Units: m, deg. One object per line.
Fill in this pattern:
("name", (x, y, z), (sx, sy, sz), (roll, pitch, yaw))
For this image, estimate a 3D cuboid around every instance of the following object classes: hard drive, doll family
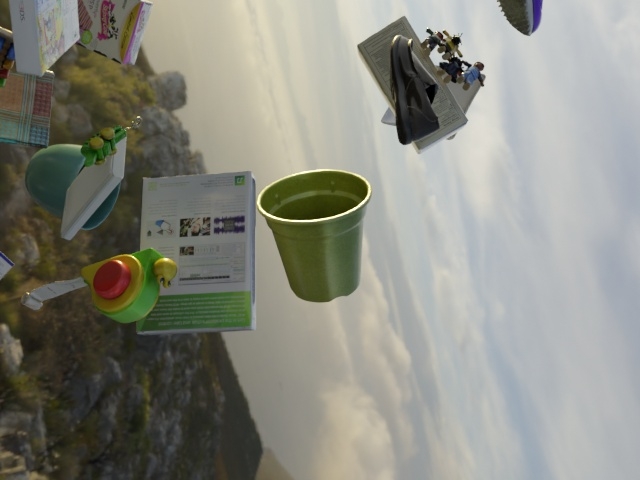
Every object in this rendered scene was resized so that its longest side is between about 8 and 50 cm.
("hard drive", (-0.666, -0.165, 1.981), (0.040, 0.307, 0.203), (24, 40, -35))
("doll family", (0.331, -0.448, 1.661), (0.193, 0.076, 0.111), (56, 43, -14))

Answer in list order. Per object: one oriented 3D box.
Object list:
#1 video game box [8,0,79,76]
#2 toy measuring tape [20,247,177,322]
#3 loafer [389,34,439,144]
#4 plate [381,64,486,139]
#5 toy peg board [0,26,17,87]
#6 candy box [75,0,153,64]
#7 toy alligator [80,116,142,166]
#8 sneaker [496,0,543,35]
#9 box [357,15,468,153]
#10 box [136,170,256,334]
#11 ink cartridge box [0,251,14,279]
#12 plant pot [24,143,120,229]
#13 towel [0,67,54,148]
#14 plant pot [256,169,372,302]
("video game box", (-0.441, -0.394, 1.083), (0.187, 0.048, 0.205), (-90, -171, -55))
("toy measuring tape", (-0.403, 0.106, 1.217), (0.121, 0.330, 0.121), (-18, 90, -74))
("loafer", (0.161, -0.257, 1.153), (0.080, 0.078, 0.220), (79, 8, -64))
("plate", (0.385, -0.470, 2.296), (0.278, 0.277, 0.045), (-61, 148, -16))
("toy peg board", (-0.801, -0.447, 1.620), (0.160, 0.161, 0.079), (-20, -123, 53))
("candy box", (-0.537, -0.538, 1.614), (0.071, 0.233, 0.159), (-56, 169, -73))
("toy alligator", (-0.464, -0.221, 1.468), (0.056, 0.051, 0.190), (98, 19, -46))
("sneaker", (0.413, -0.534, 1.278), (0.102, 0.146, 0.293), (57, -7, 46))
("box", (0.232, -0.389, 1.720), (0.311, 0.148, 0.121), (61, 5, 2))
("box", (-0.245, 0.025, 1.354), (0.058, 0.232, 0.322), (64, 24, -73))
("ink cartridge box", (-0.734, 0.123, 1.175), (0.069, 0.371, 0.176), (5, -40, 46))
("plant pot", (-0.894, -0.209, 2.400), (0.293, 0.235, 0.293), (17, 90, -77))
("towel", (-1.023, -0.436, 2.077), (0.040, 0.370, 0.272), (-19, -111, 59))
("plant pot", (0.000, 0.000, 1.640), (0.276, 0.276, 0.254), (-102, -177, -61))
